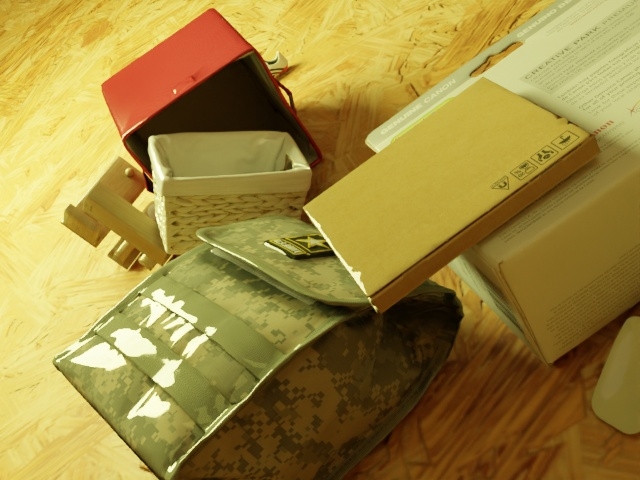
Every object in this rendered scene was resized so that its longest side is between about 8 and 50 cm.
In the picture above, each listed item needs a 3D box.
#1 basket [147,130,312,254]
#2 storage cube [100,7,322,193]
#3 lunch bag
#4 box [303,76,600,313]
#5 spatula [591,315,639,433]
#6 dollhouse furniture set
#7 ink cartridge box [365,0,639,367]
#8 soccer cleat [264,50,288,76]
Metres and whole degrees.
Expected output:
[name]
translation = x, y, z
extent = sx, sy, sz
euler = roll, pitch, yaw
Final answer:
[basket]
translation = -0.106, -0.055, 0.881
extent = 0.167, 0.103, 0.113
euler = -5, 34, -18
[storage cube]
translation = -0.146, -0.153, 1.001
extent = 0.215, 0.184, 0.193
euler = -35, 37, 0
[lunch bag]
translation = -0.048, 0.092, 0.687
extent = 0.287, 0.169, 0.235
euler = -42, 38, -20
[box]
translation = 0.093, -0.047, 0.627
extent = 0.201, 0.021, 0.164
euler = -36, 33, 1
[spatula]
translation = 0.303, 0.048, 0.526
extent = 0.168, 0.019, 0.242
euler = 30, 93, 53
[dollhouse furniture set]
translation = -0.229, -0.049, 0.985
extent = 0.123, 0.144, 0.151
euler = -56, 6, -26
[ink cartridge box]
translation = 0.233, -0.088, 0.695
extent = 0.309, 0.130, 0.272
euler = -35, 34, 0
[soccer cleat]
translation = -0.087, -0.256, 1.187
extent = 0.083, 0.036, 0.029
euler = -35, 38, 0
